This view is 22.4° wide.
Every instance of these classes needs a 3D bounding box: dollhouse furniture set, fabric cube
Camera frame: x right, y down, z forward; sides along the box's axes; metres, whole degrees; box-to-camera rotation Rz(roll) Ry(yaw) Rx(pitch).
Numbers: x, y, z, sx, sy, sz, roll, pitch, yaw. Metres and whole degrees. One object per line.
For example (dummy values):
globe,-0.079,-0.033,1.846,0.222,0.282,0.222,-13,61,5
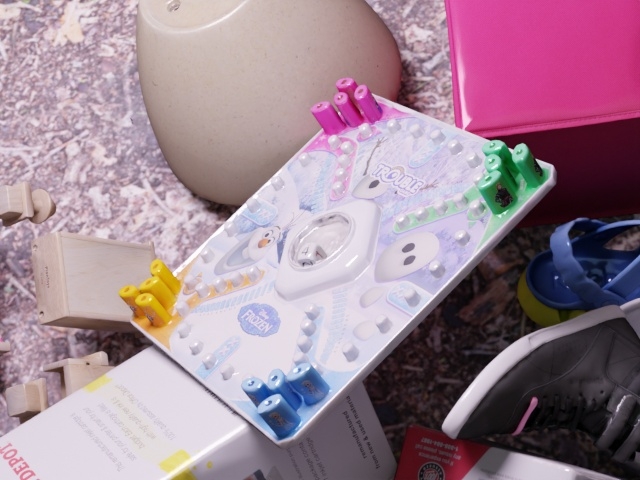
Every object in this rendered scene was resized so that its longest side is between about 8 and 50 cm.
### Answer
dollhouse furniture set,-0.382,0.109,2.019,0.355,0.174,0.303,-19,72,35
fabric cube,0.281,-0.189,1.905,0.254,0.259,0.258,-6,65,7

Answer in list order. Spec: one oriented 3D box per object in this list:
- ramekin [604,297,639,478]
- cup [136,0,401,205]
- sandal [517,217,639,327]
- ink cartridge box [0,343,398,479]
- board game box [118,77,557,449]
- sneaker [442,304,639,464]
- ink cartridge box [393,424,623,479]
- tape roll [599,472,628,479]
ramekin,0.388,0.173,1.793,0.207,0.109,0.207,-5,63,9
cup,-0.096,-0.243,1.976,0.331,0.237,0.331,-14,52,18
sandal,0.383,0.023,1.853,0.317,0.138,0.126,-12,61,3
ink cartridge box,-0.155,0.242,1.738,0.384,0.160,0.279,-30,26,-16
board game box,0.000,0.000,1.715,0.390,0.050,0.390,-45,32,-10
sneaker,0.260,0.168,1.643,0.295,0.104,0.147,-20,59,-42
ink cartridge box,0.168,0.363,1.649,0.226,0.131,0.306,12,86,44
tape roll,0.295,0.352,1.742,0.189,0.080,0.189,-5,65,10
